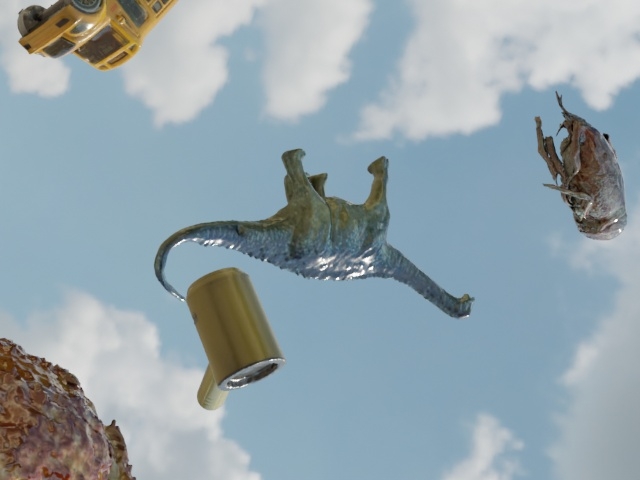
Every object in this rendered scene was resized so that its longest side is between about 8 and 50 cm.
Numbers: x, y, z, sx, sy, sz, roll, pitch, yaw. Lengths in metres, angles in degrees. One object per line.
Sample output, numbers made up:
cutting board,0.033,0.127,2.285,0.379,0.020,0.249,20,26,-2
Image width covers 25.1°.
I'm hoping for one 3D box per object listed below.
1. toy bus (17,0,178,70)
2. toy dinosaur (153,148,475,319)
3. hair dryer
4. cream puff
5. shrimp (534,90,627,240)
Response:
toy bus,-0.147,-0.180,1.047,0.069,0.074,0.162,-21,-153,45
toy dinosaur,0.002,-0.010,1.334,0.076,0.363,0.147,-30,-120,45
hair dryer,-0.129,0.148,1.868,0.135,0.090,0.279,65,-22,18
cream puff,-0.209,0.168,0.893,0.164,0.240,0.240,-32,-133,27
shrimp,0.270,-0.077,1.484,0.073,0.190,0.075,-9,-138,24
